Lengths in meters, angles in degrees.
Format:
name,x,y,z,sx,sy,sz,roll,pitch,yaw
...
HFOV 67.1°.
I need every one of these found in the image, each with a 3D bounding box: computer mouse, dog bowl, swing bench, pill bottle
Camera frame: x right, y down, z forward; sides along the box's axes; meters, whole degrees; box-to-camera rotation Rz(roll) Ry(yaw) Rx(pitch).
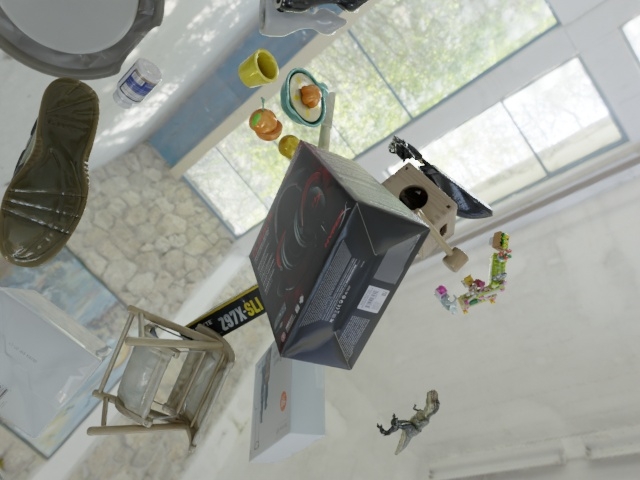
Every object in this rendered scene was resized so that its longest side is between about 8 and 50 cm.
name,x,y,z,sx,sy,sz,roll,pitch,yaw
computer mouse,0.242,-0.128,1.037,0.060,0.262,0.184,-53,-165,18
dog bowl,-0.482,-0.494,0.921,0.348,0.349,0.102,-38,-136,7
swing bench,-0.366,0.323,1.125,0.253,0.254,0.165,-64,-154,10
pill bottle,-0.432,-0.363,1.129,0.120,0.067,0.067,-32,-165,28

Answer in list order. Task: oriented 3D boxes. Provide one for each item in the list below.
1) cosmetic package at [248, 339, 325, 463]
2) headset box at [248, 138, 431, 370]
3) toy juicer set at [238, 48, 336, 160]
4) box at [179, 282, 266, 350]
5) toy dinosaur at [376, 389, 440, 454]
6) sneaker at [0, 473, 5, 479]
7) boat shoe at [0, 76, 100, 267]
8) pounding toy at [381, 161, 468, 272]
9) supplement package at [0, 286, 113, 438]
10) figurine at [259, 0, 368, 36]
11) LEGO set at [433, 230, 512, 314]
name,x,y,z,sx,sy,sz,roll,pitch,yaw
cosmetic package,-0.095,0.410,1.283,0.377,0.097,0.284,124,-30,-50
headset box,0.000,0.000,0.690,0.218,0.110,0.293,-64,-154,18
toy juicer set,-0.033,-0.281,1.080,0.089,0.209,0.329,-10,173,37
box,-0.189,0.166,1.303,0.322,0.079,0.257,-30,-178,11
toy dinosaur,0.230,0.515,1.329,0.064,0.118,0.268,-106,-143,-55
sneaker,-0.490,0.385,0.688,0.100,0.272,0.108,-24,-174,-18
boat shoe,-0.314,-0.077,0.569,0.073,0.080,0.224,-7,-109,60
pounding toy,0.202,-0.041,0.867,0.094,0.206,0.181,-39,154,-6
supplement package,-0.490,0.196,0.822,0.149,0.194,0.203,-52,-170,-17
figurine,-0.016,-0.527,1.097,0.209,0.092,0.215,-3,-179,-22
LEGO set,0.436,0.086,1.249,0.287,0.132,0.107,-40,165,-16
